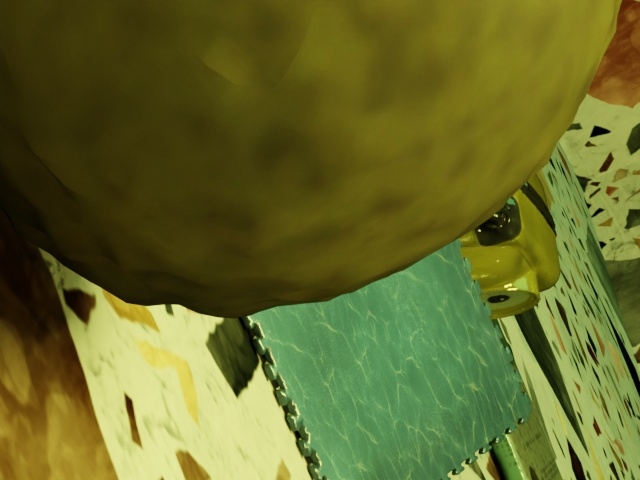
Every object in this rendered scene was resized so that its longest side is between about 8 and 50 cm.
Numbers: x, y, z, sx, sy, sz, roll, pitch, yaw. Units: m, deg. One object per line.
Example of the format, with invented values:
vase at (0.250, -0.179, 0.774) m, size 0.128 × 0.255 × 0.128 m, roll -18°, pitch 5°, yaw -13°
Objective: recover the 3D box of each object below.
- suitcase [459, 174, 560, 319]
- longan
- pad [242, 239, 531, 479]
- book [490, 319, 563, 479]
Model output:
suitcase at (0.105, -0.006, 1.735) m, size 0.235 × 0.193 × 0.143 m, roll 42°, pitch 36°, yaw -62°
longan at (-0.038, -0.153, 0.982) m, size 0.391 × 0.391 × 0.391 m, roll 61°, pitch 14°, yaw -26°
pad at (0.046, 0.067, 1.484) m, size 0.269 × 0.012 × 0.270 m, roll -31°, pitch 98°, yaw -48°
book at (0.196, 0.154, 2.191) m, size 0.264 × 0.031 × 0.379 m, roll 0°, pitch 68°, yaw -77°
